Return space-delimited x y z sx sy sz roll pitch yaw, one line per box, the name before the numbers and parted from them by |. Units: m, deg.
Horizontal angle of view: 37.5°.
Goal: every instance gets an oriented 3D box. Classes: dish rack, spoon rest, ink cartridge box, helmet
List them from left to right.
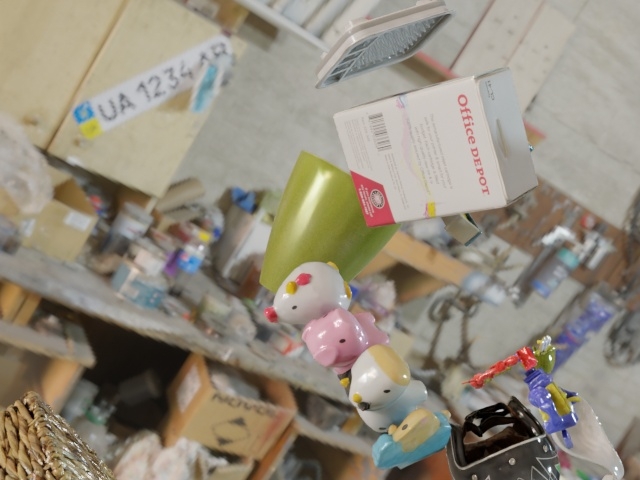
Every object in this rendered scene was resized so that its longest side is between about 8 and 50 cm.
dish rack | 0.147 -0.498 2.341 0.072 0.333 0.285 65 -26 7
ink cartridge box | 0.200 -0.159 1.659 0.306 0.226 0.131 -8 13 40
helmet | 0.262 0.320 1.345 0.169 0.169 0.161 27 23 -33
spoon rest | 0.616 0.470 2.164 0.084 0.137 0.276 -12 -58 52

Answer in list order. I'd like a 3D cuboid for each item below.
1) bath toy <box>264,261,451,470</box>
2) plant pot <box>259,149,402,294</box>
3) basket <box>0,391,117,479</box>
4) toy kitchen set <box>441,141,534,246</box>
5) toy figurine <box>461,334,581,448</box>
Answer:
bath toy | 0.037 0.158 1.301 0.129 0.151 0.348 -19 47 -22
plant pot | 0.000 0.000 2.042 0.275 0.293 0.275 31 0 0
basket | -0.370 0.367 1.197 0.213 0.223 0.299 44 -14 51
toy kitchen set | 0.318 -0.107 1.795 0.122 0.207 0.166 30 22 -35
toy figurine | 0.445 0.337 1.946 0.217 0.191 0.362 61 11 14
